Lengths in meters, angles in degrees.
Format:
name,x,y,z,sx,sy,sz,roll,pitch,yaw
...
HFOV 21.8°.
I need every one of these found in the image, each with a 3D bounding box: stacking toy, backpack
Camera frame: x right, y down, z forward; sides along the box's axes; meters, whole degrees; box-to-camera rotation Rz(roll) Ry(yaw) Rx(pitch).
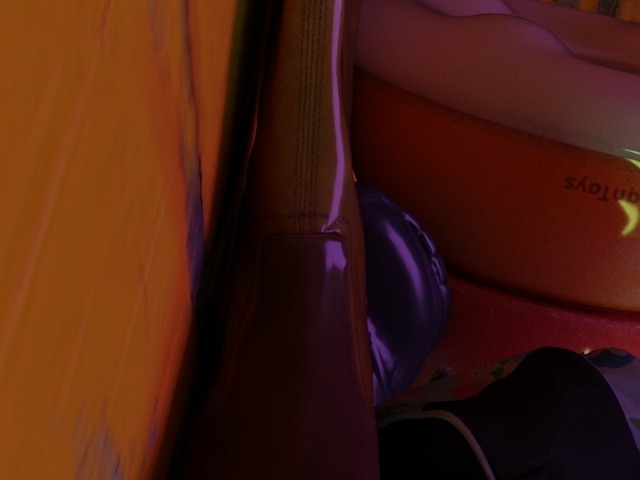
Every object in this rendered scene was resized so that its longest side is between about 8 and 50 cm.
name,x,y,z,sx,sy,sz,roll,pitch,yaw
stacking toy,0.130,0.083,1.125,0.350,0.351,0.480,-66,170,-74
backpack,0.084,0.179,0.852,0.253,0.191,0.225,-32,-99,49

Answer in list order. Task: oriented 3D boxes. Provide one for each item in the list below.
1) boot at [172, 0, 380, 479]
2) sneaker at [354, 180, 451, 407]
name,x,y,z,sx,sy,sz,roll,pitch,yaw
boot,0.000,0.000,0.682,0.264,0.096,0.280,-62,161,-76
sneaker,0.005,0.096,0.985,0.130,0.109,0.286,-54,152,-51
